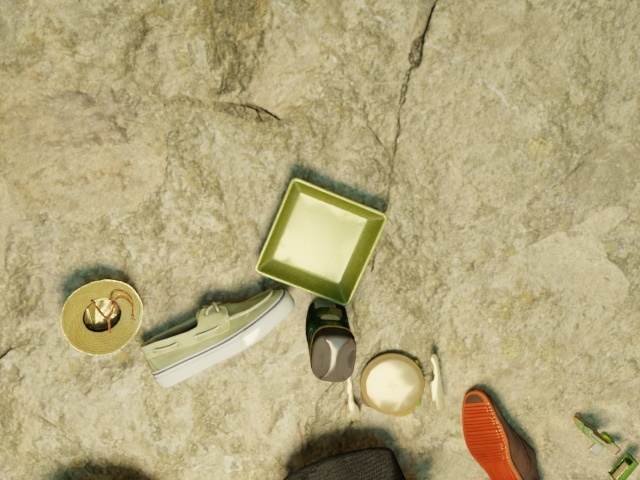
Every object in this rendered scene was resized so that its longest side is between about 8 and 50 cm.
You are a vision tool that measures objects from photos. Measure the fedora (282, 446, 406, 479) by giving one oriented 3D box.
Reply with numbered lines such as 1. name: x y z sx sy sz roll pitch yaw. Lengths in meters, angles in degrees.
1. fedora: 0.044 0.479 1.444 0.334 0.334 0.153 -17 75 0

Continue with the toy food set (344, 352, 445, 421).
1. toy food set: 0.139 0.280 1.488 0.192 0.038 0.132 -7 98 3

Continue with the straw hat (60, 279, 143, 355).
1. straw hat: -0.396 0.133 1.391 0.144 0.061 0.145 -3 100 -20

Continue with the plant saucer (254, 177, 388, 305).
1. plant saucer: 0.000 0.000 1.393 0.188 0.045 0.188 22 103 -9

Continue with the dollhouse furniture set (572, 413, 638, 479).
1. dollhouse furniture set: 0.554 0.417 1.530 0.151 0.076 0.059 36 99 -13

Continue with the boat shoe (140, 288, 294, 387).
1. boat shoe: -0.191 0.163 1.392 0.302 0.109 0.094 -31 103 7

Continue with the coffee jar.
1. coffee jar: 0.017 0.177 1.369 0.079 0.184 0.096 4 105 -5

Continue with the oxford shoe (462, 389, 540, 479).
1. oxford shoe: 0.362 0.410 1.521 0.098 0.097 0.271 -27 97 -41
